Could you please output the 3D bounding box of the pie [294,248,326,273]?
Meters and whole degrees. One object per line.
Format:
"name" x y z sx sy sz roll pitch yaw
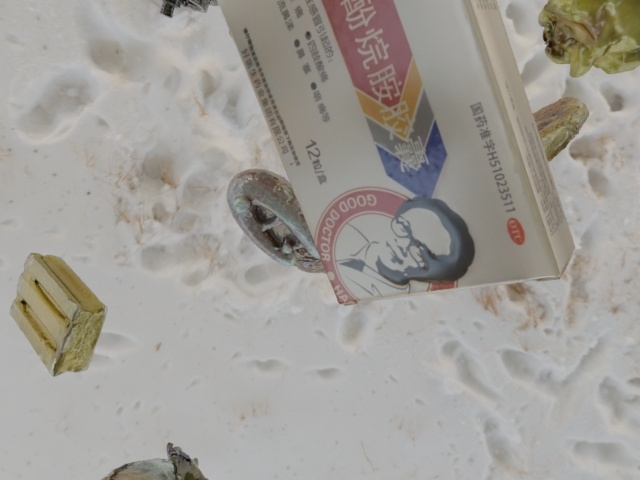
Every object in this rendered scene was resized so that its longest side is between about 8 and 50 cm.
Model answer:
"pie" 0.000 0.000 1.018 0.163 0.079 0.193 -7 127 -4

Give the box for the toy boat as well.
"toy boat" -0.092 -0.033 0.876 0.155 0.085 0.227 -15 123 37

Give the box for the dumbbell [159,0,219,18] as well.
"dumbbell" -0.252 -0.576 0.880 0.192 0.192 0.289 22 104 -13

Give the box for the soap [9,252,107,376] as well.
"soap" -0.675 0.178 1.172 0.091 0.315 0.199 12 103 -53

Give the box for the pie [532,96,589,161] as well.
"pie" 0.563 -0.266 1.228 0.315 0.315 0.092 -44 98 7

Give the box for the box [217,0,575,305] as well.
"box" 0.048 -0.122 0.393 0.214 0.069 0.353 -14 102 42

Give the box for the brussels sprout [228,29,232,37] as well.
"brussels sprout" -0.028 -0.335 0.706 0.227 0.259 0.294 -9 92 -6

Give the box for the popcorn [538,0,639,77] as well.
"popcorn" 0.536 -0.449 0.850 0.252 0.215 0.286 -35 117 -16

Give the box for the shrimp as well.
"shrimp" -0.212 0.378 0.684 0.221 0.445 0.109 11 71 -11
